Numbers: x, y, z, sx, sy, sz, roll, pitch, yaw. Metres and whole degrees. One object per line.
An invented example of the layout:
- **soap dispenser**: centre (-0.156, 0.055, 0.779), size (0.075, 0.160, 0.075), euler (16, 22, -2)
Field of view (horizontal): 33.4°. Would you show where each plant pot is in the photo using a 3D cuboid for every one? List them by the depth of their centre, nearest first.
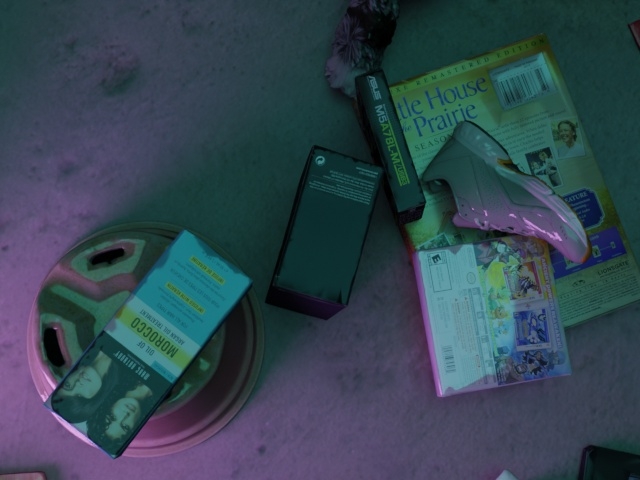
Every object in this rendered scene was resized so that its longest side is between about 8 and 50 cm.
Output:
- **plant pot**: centre (-0.231, 0.115, 1.357), size (0.333, 0.305, 0.334), euler (1, 81, -5)

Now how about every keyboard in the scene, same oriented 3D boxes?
- **keyboard**: centre (0.457, 0.364, 1.528), size (0.180, 0.023, 0.108), euler (12, 75, -2)

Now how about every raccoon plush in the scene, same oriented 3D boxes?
- **raccoon plush**: centre (0.185, -0.425, 1.572), size (0.299, 0.216, 0.446), euler (4, 124, -33)

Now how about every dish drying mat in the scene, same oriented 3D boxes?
- **dish drying mat**: centre (0.502, -0.300, 1.632), size (0.032, 0.008, 0.083), euler (-22, 85, -7)

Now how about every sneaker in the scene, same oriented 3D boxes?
- **sneaker**: centre (0.251, -0.041, 1.455), size (0.121, 0.099, 0.262), euler (-46, 64, 1)

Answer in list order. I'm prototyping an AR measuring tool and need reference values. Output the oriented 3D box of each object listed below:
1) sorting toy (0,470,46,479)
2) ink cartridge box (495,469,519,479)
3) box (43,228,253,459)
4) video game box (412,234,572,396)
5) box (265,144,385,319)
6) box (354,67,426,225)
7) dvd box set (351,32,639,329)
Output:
- **sorting toy**: centre (-0.492, 0.444, 1.396), size (0.255, 0.089, 0.257), euler (-3, 82, -6)
- **ink cartridge box**: centre (0.282, 0.415, 1.484), size (0.104, 0.061, 0.181), euler (-44, 88, -10)
- **box**: centre (-0.187, 0.113, 1.176), size (0.100, 0.060, 0.244), euler (37, 80, 1)
- **video game box**: centre (0.235, 0.100, 1.472), size (0.187, 0.048, 0.205), euler (-9, 83, -4)
- **box**: centre (0.000, 0.000, 1.416), size (0.103, 0.261, 0.184), euler (19, 81, -2)
- **box**: centre (0.092, -0.118, 1.418), size (0.045, 0.191, 0.184), euler (-20, 84, 2)
- **dvd box set**: centre (0.258, -0.059, 1.550), size (0.307, 0.062, 0.421), euler (-20, 85, -7)
